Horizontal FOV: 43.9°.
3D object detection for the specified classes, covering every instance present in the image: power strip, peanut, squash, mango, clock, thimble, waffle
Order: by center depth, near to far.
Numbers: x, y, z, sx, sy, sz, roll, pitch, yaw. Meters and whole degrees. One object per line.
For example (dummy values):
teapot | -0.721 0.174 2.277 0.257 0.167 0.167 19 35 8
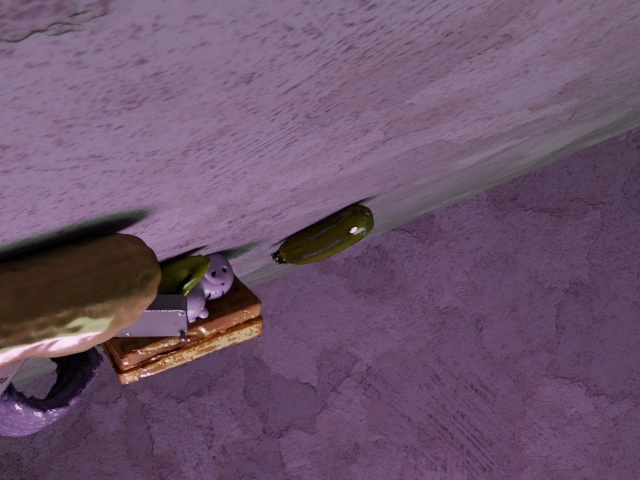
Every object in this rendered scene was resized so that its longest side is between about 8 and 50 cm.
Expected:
peanut | -0.341 0.086 0.951 0.319 0.147 0.147 -22 176 -28
power strip | -0.348 0.124 1.423 0.215 0.061 0.145 -1 139 -8
mango | -0.277 0.073 1.495 0.165 0.074 0.091 -37 174 18
thimble | -0.558 0.265 1.556 0.172 0.205 0.236 -27 172 40
clock | -0.246 0.099 1.619 0.176 0.117 0.080 -18 174 -43
waffle | -0.306 0.169 1.686 0.327 0.098 0.224 -18 -148 -24
squash | 0.000 0.001 1.822 0.331 0.087 0.087 -24 175 40

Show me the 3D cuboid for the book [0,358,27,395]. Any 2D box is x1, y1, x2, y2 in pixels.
book | -0.528 0.195 1.271 0.283 0.025 0.215 -52 170 10
